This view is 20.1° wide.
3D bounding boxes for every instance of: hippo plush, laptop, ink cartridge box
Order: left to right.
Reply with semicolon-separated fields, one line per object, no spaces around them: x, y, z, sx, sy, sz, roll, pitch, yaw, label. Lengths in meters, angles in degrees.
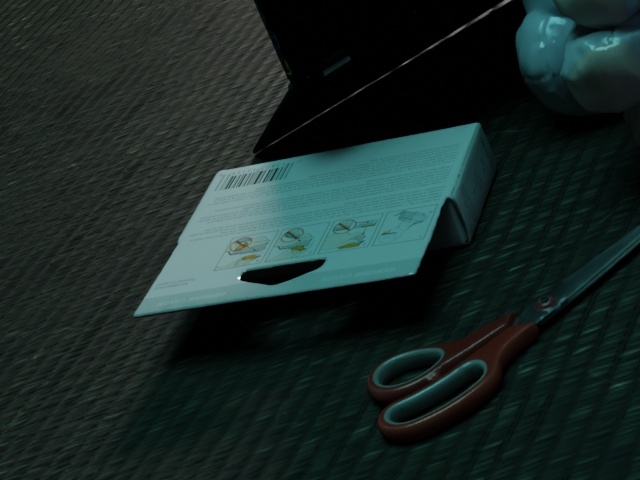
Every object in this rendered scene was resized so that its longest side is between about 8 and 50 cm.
0.000;0.000;1.598;0.275;0.060;0.239;-9;32;25;ink cartridge box
0.064;-0.310;1.720;0.382;0.408;0.236;-33;31;-15;laptop
0.239;-0.215;1.574;0.234;0.294;0.236;-8;5;-34;hippo plush

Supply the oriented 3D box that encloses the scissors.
0.167;0.066;1.397;0.297;0.021;0.109;-27;25;-8;scissors
